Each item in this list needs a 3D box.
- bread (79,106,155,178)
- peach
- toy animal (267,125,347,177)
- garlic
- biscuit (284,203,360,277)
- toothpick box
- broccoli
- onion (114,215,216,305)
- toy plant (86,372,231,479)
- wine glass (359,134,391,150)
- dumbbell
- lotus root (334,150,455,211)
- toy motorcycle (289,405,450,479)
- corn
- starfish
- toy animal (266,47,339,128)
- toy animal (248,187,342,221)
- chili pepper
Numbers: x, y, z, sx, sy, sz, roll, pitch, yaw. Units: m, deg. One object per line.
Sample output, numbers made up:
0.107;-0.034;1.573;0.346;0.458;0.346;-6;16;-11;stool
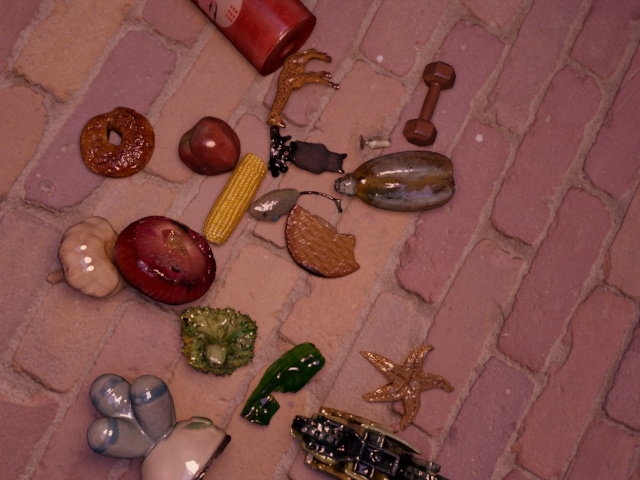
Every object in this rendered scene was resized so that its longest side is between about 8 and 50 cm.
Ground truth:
-0.511;-0.246;1.351;0.193;0.064;0.193;1;82;-6;bread
-0.272;-0.228;1.349;0.152;0.152;0.152;1;85;-8;peach
-0.029;-0.230;1.392;0.210;0.117;0.121;3;78;-6;toy animal
-0.575;0.055;1.275;0.226;0.199;0.199;-17;87;17;garlic
0.000;0.000;1.395;0.176;0.031;0.229;-23;103;-8;biscuit
-0.195;-0.610;1.357;0.204;0.204;0.333;-44;91;-9;toothpick box
-0.246;0.242;1.281;0.219;0.194;0.194;40;81;-9;broccoli
-0.367;0.054;1.273;0.248;0.248;0.161;29;107;-5;onion
-0.397;0.434;1.231;0.332;0.247;0.247;42;81;1;toy plant
0.149;-0.269;1.457;0.083;0.039;0.042;-7;77;-11;wine glass
0.299;-0.373;1.465;0.082;0.092;0.231;24;81;-35;dumbbell
0.193;-0.155;1.410;0.322;0.140;0.158;-3;110;-2;lotus root
0.114;0.514;1.290;0.410;0.237;0.169;25;67;-3;toy motorcycle
-0.219;-0.104;1.369;0.081;0.081;0.248;29;82;-5;corn
0.223;0.376;1.412;0.277;0.062;0.236;23;88;-10;starfish
-0.062;-0.408;1.406;0.275;0.054;0.149;-41;96;-25;toy animal
-0.068;-0.101;1.407;0.253;0.070;0.079;-10;122;-20;toy animal
-0.096;0.357;1.350;0.253;0.083;0.099;-46;102;-6;chili pepper
